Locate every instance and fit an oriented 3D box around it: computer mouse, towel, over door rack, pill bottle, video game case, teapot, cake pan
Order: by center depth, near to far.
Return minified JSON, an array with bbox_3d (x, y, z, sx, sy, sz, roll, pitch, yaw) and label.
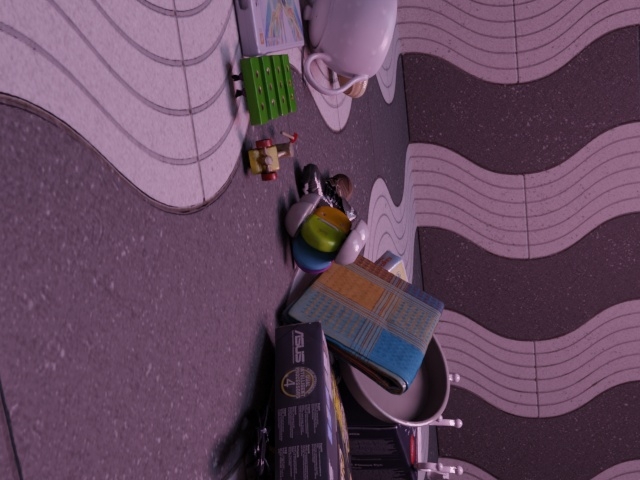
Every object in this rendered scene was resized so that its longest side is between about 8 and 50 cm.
[{"bbox_3d":[-0.091,0.392,1.189,0.184,0.060,0.262,-90,172,-70],"label":"computer mouse"},{"bbox_3d":[-0.101,-0.502,1.405,0.329,0.036,0.300,-54,138,-69],"label":"video game case"},{"bbox_3d":[0.100,0.148,1.540,0.040,0.271,0.370,-62,172,27],"label":"towel"},{"bbox_3d":[-0.001,0.251,1.543,0.120,0.067,0.067,67,23,-53],"label":"pill bottle"},{"bbox_3d":[0.151,0.259,1.610,0.293,0.054,0.293,23,48,-28],"label":"cake pan"},{"bbox_3d":[0.051,-0.491,1.732,0.256,0.187,0.252,-102,-154,-53],"label":"teapot"},{"bbox_3d":[0.297,0.456,1.872,0.324,0.108,0.240,57,33,-65],"label":"over door rack"}]

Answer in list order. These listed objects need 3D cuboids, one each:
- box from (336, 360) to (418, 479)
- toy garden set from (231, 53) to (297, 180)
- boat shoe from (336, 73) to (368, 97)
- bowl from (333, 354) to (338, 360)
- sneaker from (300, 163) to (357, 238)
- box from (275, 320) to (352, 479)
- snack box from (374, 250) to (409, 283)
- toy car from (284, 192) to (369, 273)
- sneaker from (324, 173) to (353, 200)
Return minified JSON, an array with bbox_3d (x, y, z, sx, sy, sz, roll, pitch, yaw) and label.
[{"bbox_3d":[0.129,0.364,1.804,0.312,0.179,0.343,69,22,-47],"label":"box"},{"bbox_3d":[-0.094,-0.221,1.345,0.244,0.049,0.204,-50,133,-71],"label":"toy garden set"},{"bbox_3d":[0.049,-0.506,1.907,0.098,0.109,0.302,-18,108,-35],"label":"boat shoe"},{"bbox_3d":[0.047,0.200,1.673,0.170,0.080,0.170,21,62,-47],"label":"bowl"},{"bbox_3d":[0.025,-0.073,1.649,0.078,0.106,0.234,-79,160,-48],"label":"sneaker"},{"bbox_3d":[-0.006,0.387,1.294,0.395,0.097,0.318,-93,170,-46],"label":"box"},{"bbox_3d":[0.165,0.201,2.016,0.187,0.060,0.322,-42,137,-22],"label":"snack box"},{"bbox_3d":[0.000,0.000,1.516,0.136,0.159,0.182,-60,178,20],"label":"toy car"},{"bbox_3d":[0.035,-0.123,1.786,0.188,0.066,0.071,-73,154,-56],"label":"sneaker"}]
